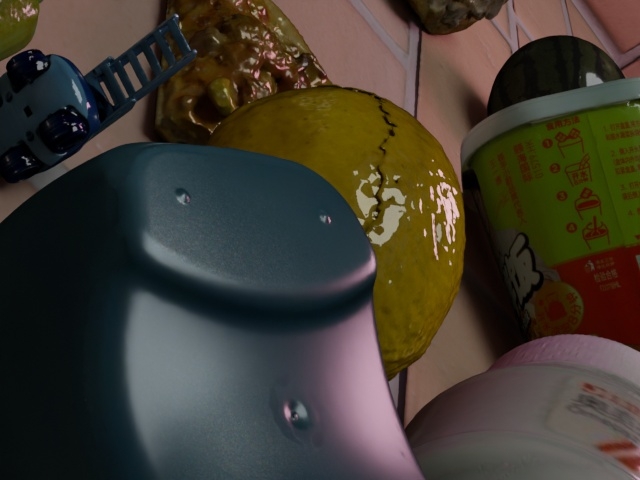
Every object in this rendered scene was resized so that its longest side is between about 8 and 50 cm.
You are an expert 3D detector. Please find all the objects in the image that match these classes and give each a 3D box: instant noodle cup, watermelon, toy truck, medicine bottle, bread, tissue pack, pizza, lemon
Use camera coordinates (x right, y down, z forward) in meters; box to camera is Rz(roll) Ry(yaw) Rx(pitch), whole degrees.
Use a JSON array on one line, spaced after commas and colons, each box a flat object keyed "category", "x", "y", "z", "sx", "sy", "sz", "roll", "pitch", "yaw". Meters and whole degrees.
[{"category": "instant noodle cup", "x": 0.316, "y": 0.021, "z": 1.206, "sx": 0.294, "sy": 0.294, "sz": 0.308, "roll": 22, "pitch": 51, "yaw": -51}, {"category": "watermelon", "x": 0.338, "y": -0.182, "z": 1.525, "sx": 0.212, "sy": 0.212, "sz": 0.212, "roll": 42, "pitch": 30, "yaw": -31}, {"category": "toy truck", "x": -0.143, "y": -0.088, "z": 0.644, "sx": 0.063, "sy": 0.136, "sz": 0.074, "roll": 63, "pitch": 26, "yaw": 5}, {"category": "medicine bottle", "x": 0.155, "y": 0.201, "z": 0.737, "sx": 0.241, "sy": 0.241, "sz": 0.302, "roll": 58, "pitch": 25, "yaw": 0}, {"category": "bread", "x": 0.207, "y": -0.390, "z": 1.548, "sx": 0.124, "sy": 0.186, "sz": 0.257, "roll": 62, "pitch": 17, "yaw": 17}, {"category": "tissue pack", "x": -0.063, "y": 0.115, "z": 0.506, "sx": 0.198, "sy": 0.206, "sz": 0.287, "roll": 6, "pitch": 55, "yaw": -48}, {"category": "pizza", "x": -0.030, "y": -0.118, "z": 0.950, "sx": 0.258, "sy": 0.087, "sz": 0.268, "roll": 42, "pitch": 28, "yaw": -37}, {"category": "lemon", "x": 0.000, "y": 0.000, "z": 0.738, "sx": 0.204, "sy": 0.204, "sz": 0.260, "roll": 48, "pitch": 37, "yaw": -20}]

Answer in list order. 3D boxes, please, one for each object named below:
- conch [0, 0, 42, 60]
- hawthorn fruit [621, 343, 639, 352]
[{"category": "conch", "x": -0.224, "y": -0.146, "z": 0.647, "sx": 0.095, "sy": 0.079, "sz": 0.201, "roll": 42, "pitch": 33, "yaw": 9}, {"category": "hawthorn fruit", "x": 0.283, "y": 0.191, "z": 0.967, "sx": 0.208, "sy": 0.248, "sz": 0.208, "roll": 21, "pitch": 59, "yaw": -39}]
